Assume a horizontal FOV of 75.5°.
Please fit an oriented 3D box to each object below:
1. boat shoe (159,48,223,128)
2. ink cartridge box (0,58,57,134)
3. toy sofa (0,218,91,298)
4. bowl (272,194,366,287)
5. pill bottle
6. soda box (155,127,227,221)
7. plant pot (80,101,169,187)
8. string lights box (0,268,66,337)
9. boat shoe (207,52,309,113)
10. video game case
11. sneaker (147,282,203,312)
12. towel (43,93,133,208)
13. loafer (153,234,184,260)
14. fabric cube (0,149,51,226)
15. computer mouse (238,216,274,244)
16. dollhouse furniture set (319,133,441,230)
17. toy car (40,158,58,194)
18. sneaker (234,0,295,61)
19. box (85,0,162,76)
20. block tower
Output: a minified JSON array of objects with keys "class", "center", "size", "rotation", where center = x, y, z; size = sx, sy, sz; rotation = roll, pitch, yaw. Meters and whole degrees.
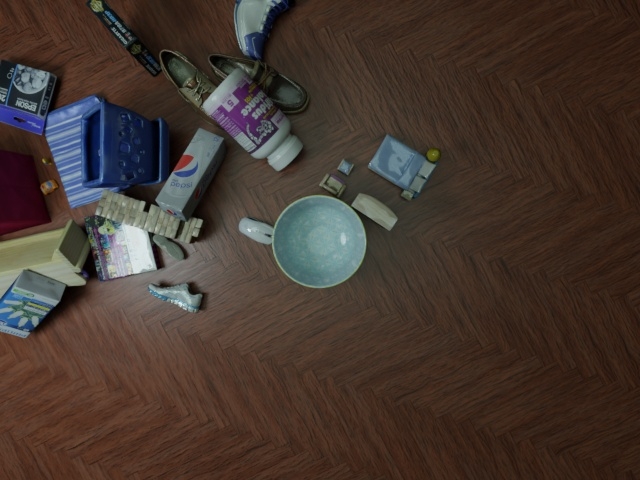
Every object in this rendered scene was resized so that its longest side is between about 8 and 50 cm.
[{"class":"boat shoe","center":[-0.403,-0.491,1.346],"size":[0.324,0.116,0.123],"rotation":[42,95,0]},{"class":"ink cartridge box","center":[-1.014,-0.486,1.402],"size":[0.206,0.045,0.208],"rotation":[18,94,11]},{"class":"toy sofa","center":[-0.967,0.070,1.398],"size":[0.363,0.150,0.177],"rotation":[-12,135,4]},{"class":"bowl","center":[0.000,0.000,1.333],"size":[0.290,0.156,0.289],"rotation":[0,94,4]},{"class":"pill bottle","center":[-0.199,-0.365,1.289],"size":[0.169,0.169,0.301],"rotation":[-45,112,5]},{"class":"soda box","center":[-0.406,-0.210,1.321],"size":[0.091,0.098,0.286],"rotation":[23,71,2]},{"class":"plant pot","center":[-0.609,-0.281,1.299],"size":[0.236,0.212,0.235],"rotation":[4,95,48]},{"class":"string lights box","center":[-0.981,0.215,1.374],"size":[0.260,0.076,0.133],"rotation":[-38,130,24]},{"class":"boat shoe","center":[-0.202,-0.514,1.330],"size":[0.342,0.123,0.123],"rotation":[27,95,1]},{"class":"video game case","center":[-0.683,0.010,1.429],"size":[0.210,0.042,0.232],"rotation":[-13,93,2]},{"class":"sneaker","center":[-0.494,0.176,1.423],"size":[0.191,0.071,0.083],"rotation":[23,88,-7]},{"class":"towel","center":[-0.806,-0.304,1.420],"size":[0.243,0.040,0.336],"rotation":[-18,93,5]},{"class":"loafer","center":[-0.523,0.026,1.429],"size":[0.125,0.039,0.045],"rotation":[41,62,-3]},{"class":"fabric cube","center":[-1.105,-0.143,1.337],"size":[0.254,0.258,0.259],"rotation":[-15,92,3]},{"class":"computer mouse","center":[-0.190,-0.021,1.400],"size":[0.193,0.042,0.106],"rotation":[21,95,2]},{"class":"dollhouse furniture set","center":[0.194,-0.222,1.289],"size":[0.286,0.198,0.303],"rotation":[33,94,1]},{"class":"toy car","center":[-0.958,-0.221,1.432],"size":[0.060,0.040,0.122],"rotation":[-16,93,4]},{"class":"sneaker","center":[-0.170,-0.742,1.313],"size":[0.182,0.127,0.315],"rotation":[0,92,5]},{"class":"box","center":[-0.603,-0.633,1.297],"size":[0.051,0.220,0.175],"rotation":[-41,91,0]},{"class":"block tower","center":[-0.558,-0.076,1.361],"size":[0.336,0.097,0.091],"rotation":[17,88,-7]}]
